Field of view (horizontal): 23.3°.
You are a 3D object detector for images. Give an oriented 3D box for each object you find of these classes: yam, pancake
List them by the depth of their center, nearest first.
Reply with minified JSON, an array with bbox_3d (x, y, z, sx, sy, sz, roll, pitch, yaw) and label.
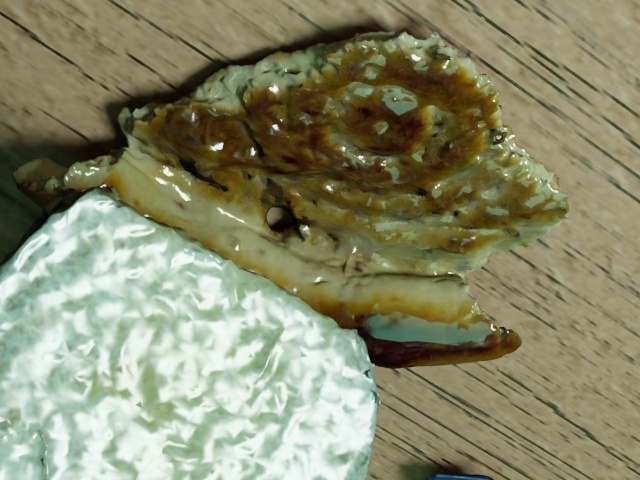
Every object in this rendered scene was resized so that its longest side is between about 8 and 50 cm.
[{"bbox_3d":[-0.111,0.103,0.787,0.202,0.201,0.271,30,170,-13],"label":"yam"},{"bbox_3d":[0.000,-0.001,0.810,0.257,0.056,0.212,-13,128,19],"label":"pancake"}]

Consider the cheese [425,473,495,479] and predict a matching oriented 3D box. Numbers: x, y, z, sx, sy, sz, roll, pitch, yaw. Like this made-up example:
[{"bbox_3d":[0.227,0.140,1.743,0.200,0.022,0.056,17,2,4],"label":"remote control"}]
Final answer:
[{"bbox_3d":[0.087,0.195,0.980,0.095,0.038,0.145,3,132,5],"label":"cheese"}]
